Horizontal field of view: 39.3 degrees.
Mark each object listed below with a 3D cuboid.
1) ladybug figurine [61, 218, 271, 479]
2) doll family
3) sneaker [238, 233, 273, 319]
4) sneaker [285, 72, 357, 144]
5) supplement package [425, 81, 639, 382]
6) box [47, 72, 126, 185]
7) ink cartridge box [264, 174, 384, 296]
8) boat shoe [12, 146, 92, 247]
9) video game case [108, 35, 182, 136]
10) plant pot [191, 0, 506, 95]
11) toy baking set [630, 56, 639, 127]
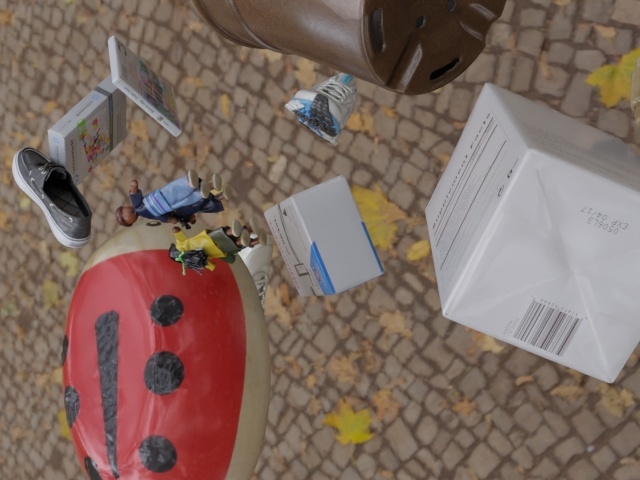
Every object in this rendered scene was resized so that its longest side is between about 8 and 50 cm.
[{"bbox_3d":[-0.218,0.166,1.164,0.305,0.162,0.449,-25,62,24],"label":"ladybug figurine"},{"bbox_3d":[-0.153,-0.019,1.040,0.111,0.193,0.076,-17,39,23],"label":"doll family"},{"bbox_3d":[-0.146,0.118,1.816,0.118,0.110,0.292,42,124,36],"label":"sneaker"},{"bbox_3d":[0.010,-0.171,1.087,0.071,0.190,0.083,33,93,0],"label":"sneaker"},{"bbox_3d":[0.226,-0.023,0.909,0.178,0.293,0.175,22,111,-5],"label":"supplement package"},{"bbox_3d":[-0.418,-0.194,1.623,0.038,0.186,0.145,27,140,10],"label":"box"},{"bbox_3d":[0.000,0.000,1.290,0.148,0.086,0.203,67,165,-1],"label":"ink cartridge box"},{"bbox_3d":[-0.445,-0.090,1.500,0.228,0.080,0.076,54,134,29],"label":"boat shoe"},{"bbox_3d":[-0.291,-0.256,1.483,0.019,0.143,0.157,-38,37,14],"label":"video game case"},{"bbox_3d":[0.022,-0.181,0.579,0.165,0.167,0.167,36,115,41],"label":"plant pot"},{"bbox_3d":[0.498,-0.148,1.226,0.197,0.256,0.030,38,132,-10],"label":"toy baking set"}]
